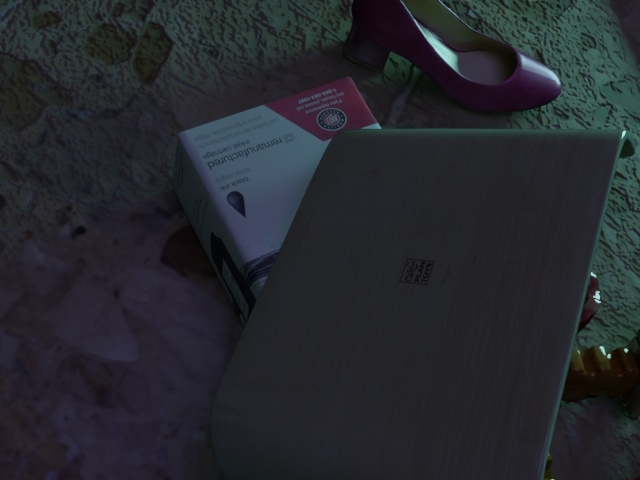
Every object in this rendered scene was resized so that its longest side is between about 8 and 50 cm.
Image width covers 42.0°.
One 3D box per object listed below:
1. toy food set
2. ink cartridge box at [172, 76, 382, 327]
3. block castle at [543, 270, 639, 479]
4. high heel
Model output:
[{"bbox_3d":[0.078,0.045,0.579,0.219,0.092,0.306,5,58,30],"label":"toy food set"},{"bbox_3d":[0.000,0.000,0.720,0.172,0.100,0.237,-22,72,-21],"label":"ink cartridge box"},{"bbox_3d":[0.359,0.145,0.633,0.453,0.213,0.303,2,44,-13],"label":"block castle"},{"bbox_3d":[0.148,-0.205,0.849,0.244,0.117,0.082,18,61,-5],"label":"high heel"}]
